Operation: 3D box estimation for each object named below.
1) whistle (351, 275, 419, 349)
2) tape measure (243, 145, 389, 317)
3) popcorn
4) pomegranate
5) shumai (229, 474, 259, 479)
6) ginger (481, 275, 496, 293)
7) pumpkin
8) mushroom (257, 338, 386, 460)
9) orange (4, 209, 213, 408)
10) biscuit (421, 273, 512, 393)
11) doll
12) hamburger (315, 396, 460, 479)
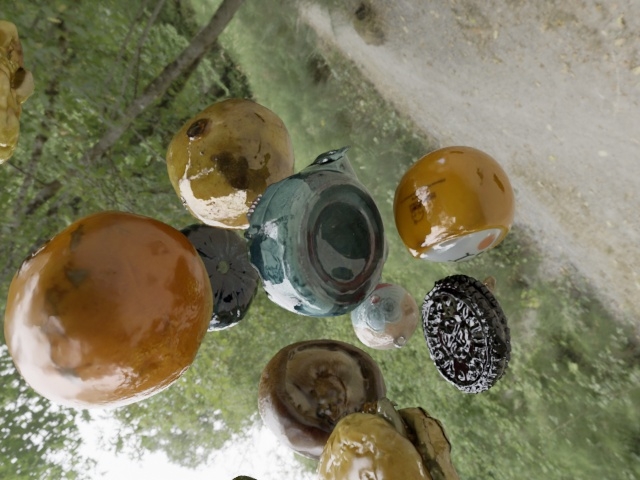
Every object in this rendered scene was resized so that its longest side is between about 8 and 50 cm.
[{"bbox_3d":[0.148,0.163,1.244,0.189,0.189,0.348,42,-170,-34],"label":"whistle"},{"bbox_3d":[0.000,0.000,0.805,0.147,0.275,0.256,-3,124,48],"label":"tape measure"},{"bbox_3d":[-0.869,-0.350,1.017,0.344,0.389,0.354,12,178,-1],"label":"popcorn"},{"bbox_3d":[-0.184,-0.163,0.978,0.281,0.281,0.281,46,-173,-8],"label":"pomegranate"},{"bbox_3d":[-0.079,0.250,0.343,0.087,0.099,0.123,19,-148,-45],"label":"shumai"},{"bbox_3d":[0.400,0.152,1.117,0.051,0.069,0.173,14,-150,17],"label":"ginger"},{"bbox_3d":[-0.373,0.123,1.485,0.363,0.266,0.363,22,-124,-36],"label":"pumpkin"},{"bbox_3d":[0.001,0.298,0.874,0.253,0.153,0.253,9,-147,-6],"label":"mushroom"},{"bbox_3d":[-0.326,0.108,0.724,0.312,0.312,0.312,46,-173,-8],"label":"orange"},{"bbox_3d":[0.231,0.150,0.739,0.053,0.194,0.194,-8,-142,-24],"label":"biscuit"},{"bbox_3d":[0.251,-0.060,0.809,0.236,0.213,0.213,2,-141,-42],"label":"doll"},{"bbox_3d":[0.095,0.364,0.591,0.145,0.259,0.283,0,-142,-19],"label":"hamburger"}]
